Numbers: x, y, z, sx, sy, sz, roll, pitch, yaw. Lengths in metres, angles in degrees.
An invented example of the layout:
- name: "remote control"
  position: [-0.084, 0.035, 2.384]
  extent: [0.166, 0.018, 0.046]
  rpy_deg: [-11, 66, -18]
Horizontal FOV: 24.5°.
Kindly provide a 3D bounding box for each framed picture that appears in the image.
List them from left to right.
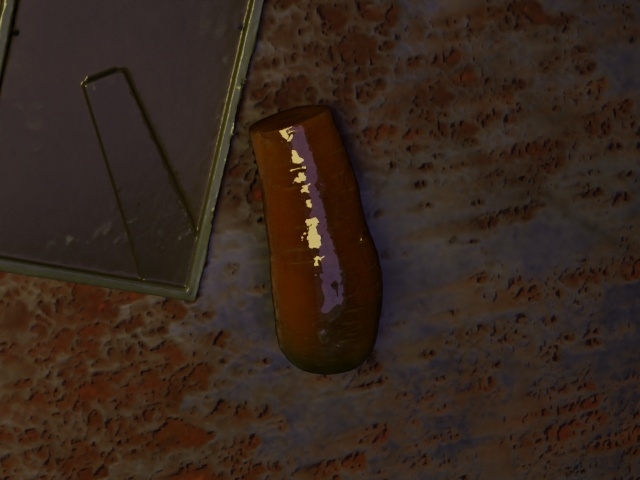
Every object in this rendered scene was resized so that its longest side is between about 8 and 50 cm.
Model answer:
- name: "framed picture"
  position: [-0.149, -0.088, 1.043]
  extent: [0.184, 0.016, 0.250]
  rpy_deg: [9, 102, -18]

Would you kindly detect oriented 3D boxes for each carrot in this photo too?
- name: "carrot"
  position: [0.000, 0.000, 1.072]
  extent: [0.087, 0.087, 0.193]
  rpy_deg: [-9, 104, -13]
